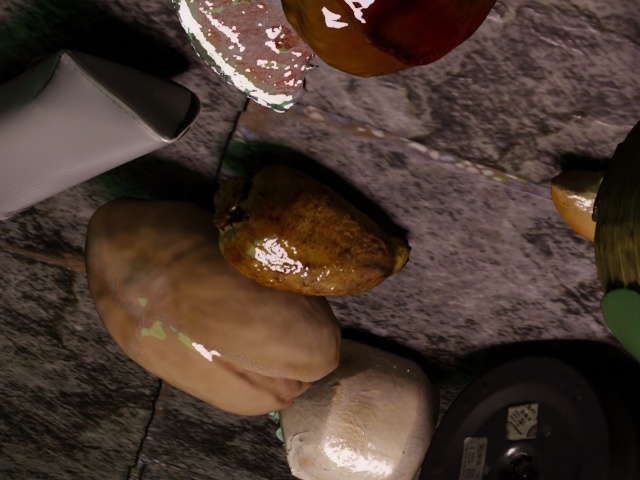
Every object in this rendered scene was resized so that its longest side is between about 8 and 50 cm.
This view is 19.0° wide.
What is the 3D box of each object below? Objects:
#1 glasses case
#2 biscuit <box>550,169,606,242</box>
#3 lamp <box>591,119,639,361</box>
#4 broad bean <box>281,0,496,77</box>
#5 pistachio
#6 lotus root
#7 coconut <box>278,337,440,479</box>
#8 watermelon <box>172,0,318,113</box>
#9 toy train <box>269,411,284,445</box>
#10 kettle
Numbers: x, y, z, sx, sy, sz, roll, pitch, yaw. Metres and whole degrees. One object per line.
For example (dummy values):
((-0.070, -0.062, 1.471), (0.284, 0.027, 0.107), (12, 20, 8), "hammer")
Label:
((-0.225, -0.104, 1.618), (0.128, 0.083, 0.308), (37, 149, -25), "glasses case")
((0.336, -0.007, 1.497), (0.299, 0.045, 0.154), (2, 153, 30), "biscuit")
((0.303, 0.001, 1.323), (0.250, 0.250, 0.284), (23, 170, -13), "lamp")
((0.044, -0.187, 1.224), (0.122, 0.156, 0.228), (55, 173, 20), "broad bean")
((-0.100, 0.059, 1.770), (0.293, 0.181, 0.162), (32, 113, -34), "pistachio")
((0.000, 0.000, 1.673), (0.190, 0.094, 0.108), (21, 126, -20), "lotus root")
((0.031, 0.184, 1.966), (0.162, 0.161, 0.161), (20, 155, -3), "coconut")
((-0.026, -0.177, 1.359), (0.139, 0.071, 0.187), (-7, 141, 24), "watermelon")
((0.032, 0.198, 2.098), (0.178, 0.071, 0.104), (21, 144, -5), "toy train")
((0.254, 0.282, 1.934), (0.321, 0.228, 0.324), (-17, 146, 39), "kettle")
